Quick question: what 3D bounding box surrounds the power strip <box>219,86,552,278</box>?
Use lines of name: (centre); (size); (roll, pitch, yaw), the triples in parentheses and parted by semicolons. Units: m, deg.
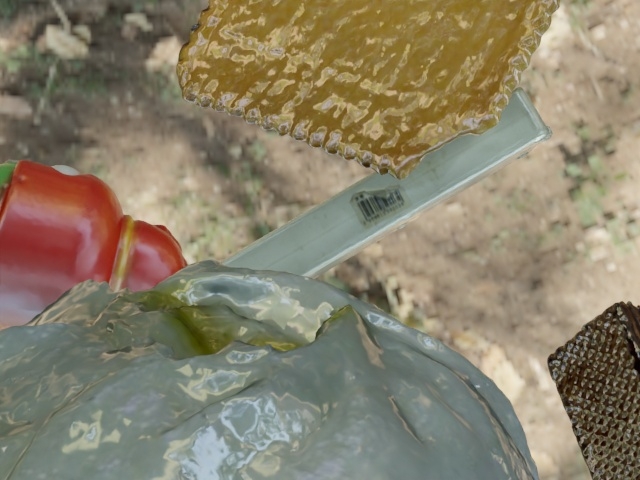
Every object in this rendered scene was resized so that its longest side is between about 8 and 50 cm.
power strip: (0.000, 0.000, 1.168); (0.367, 0.106, 0.043); (-30, 86, -3)

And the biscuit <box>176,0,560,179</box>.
biscuit: (0.042, -0.161, 1.023); (0.237, 0.232, 0.013); (-62, 150, -9)

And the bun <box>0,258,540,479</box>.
bun: (-0.056, 0.129, 0.827); (0.362, 0.362, 0.211); (-6, 105, -4)

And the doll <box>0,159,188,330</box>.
doll: (-0.276, 0.010, 1.579); (0.363, 0.160, 0.182); (11, 130, -10)

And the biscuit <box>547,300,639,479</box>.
biscuit: (0.325, 0.241, 1.501); (0.073, 0.388, 0.107); (14, 134, -38)
